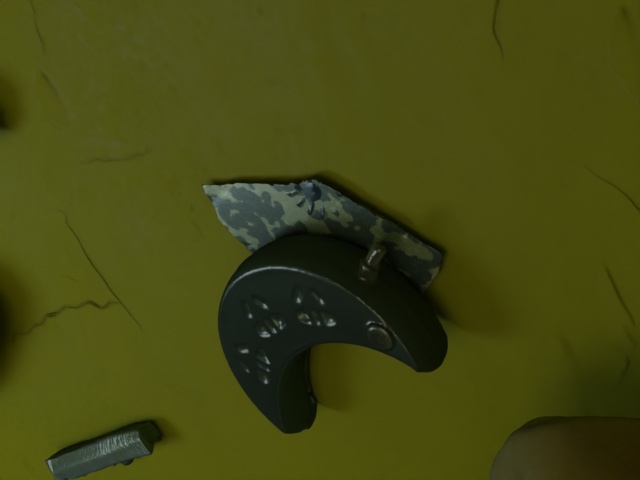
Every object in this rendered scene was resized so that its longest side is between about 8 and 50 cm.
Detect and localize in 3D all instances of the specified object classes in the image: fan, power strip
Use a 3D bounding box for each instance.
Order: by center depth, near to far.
[{"bbox_3d":[0.000,0.000,1.445,0.240,0.009,0.131,17,131,27],"label":"fan"},{"bbox_3d":[0.000,0.072,1.460,0.167,0.054,0.253,47,141,-6],"label":"power strip"}]

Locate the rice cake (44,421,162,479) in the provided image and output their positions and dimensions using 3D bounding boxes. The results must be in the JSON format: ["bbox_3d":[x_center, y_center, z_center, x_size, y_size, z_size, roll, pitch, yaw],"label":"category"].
[{"bbox_3d":[-0.226,0.225,1.777,0.180,0.030,0.042,-23,101,45],"label":"rice cake"}]

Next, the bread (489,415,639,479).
[{"bbox_3d":[0.229,0.329,1.346,0.329,0.245,0.424,22,137,24],"label":"bread"}]
